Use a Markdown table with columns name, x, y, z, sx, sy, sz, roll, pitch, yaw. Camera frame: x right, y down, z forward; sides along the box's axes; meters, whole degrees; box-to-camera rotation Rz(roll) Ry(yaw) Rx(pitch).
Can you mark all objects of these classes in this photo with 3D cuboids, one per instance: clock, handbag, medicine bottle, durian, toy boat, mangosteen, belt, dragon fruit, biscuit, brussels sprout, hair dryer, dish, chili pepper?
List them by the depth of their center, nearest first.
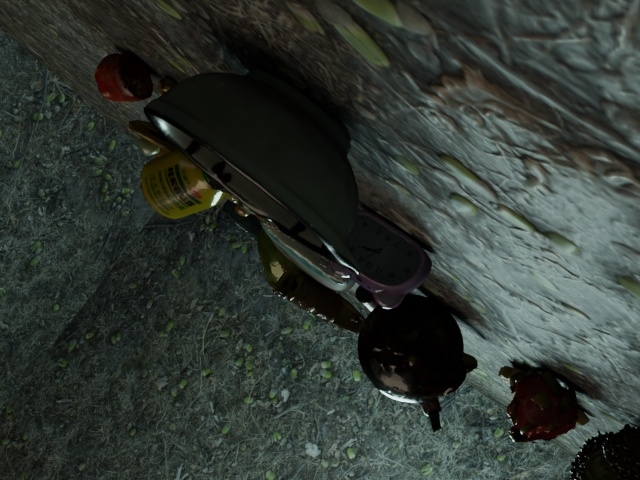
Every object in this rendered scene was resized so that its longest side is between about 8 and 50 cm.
| name | x | y | z | sx | sy | sz | roll | pitch | yaw |
| --- | --- | --- | --- | --- | --- | --- | --- | --- | --- |
| dish | -0.054 | -0.101 | 0.840 | 0.303 | 0.120 | 0.303 | 36 | 175 | 4 |
| clock | 0.084 | 0.027 | 1.117 | 0.152 | 0.110 | 0.050 | 34 | 176 | 19 |
| medicine bottle | -0.175 | -0.110 | 1.179 | 0.309 | 0.076 | 0.111 | -14 | 115 | 42 |
| durian | 0.514 | 0.387 | 1.247 | 0.167 | 0.196 | 0.196 | 50 | 171 | -16 |
| chili pepper | -0.373 | -0.299 | 1.360 | 0.084 | 0.086 | 0.192 | 6 | -176 | -36 |
| dragon fruit | 0.416 | 0.310 | 1.397 | 0.208 | 0.133 | 0.150 | -78 | -23 | -66 |
| handbag | -0.205 | -0.150 | 1.435 | 0.283 | 0.133 | 0.401 | 31 | 175 | -1 |
| toy boat | -0.001 | 0.126 | 1.498 | 0.226 | 0.068 | 0.088 | 33 | -177 | -22 |
| mangosteen | 0.218 | 0.238 | 1.581 | 0.289 | 0.231 | 0.231 | 21 | -173 | -43 |
| biscuit | 0.468 | 0.323 | 1.605 | 0.212 | 0.041 | 0.238 | 32 | 176 | -15 |
| brussels sprout | -0.047 | 0.028 | 1.618 | 0.223 | 0.161 | 0.223 | 42 | -163 | -16 |
| hair dryer | 0.209 | 0.279 | 1.724 | 0.312 | 0.123 | 0.340 | 38 | -150 | -48 |
| belt | -0.129 | -0.044 | 1.846 | 0.206 | 0.116 | 0.267 | 37 | 178 | -41 |

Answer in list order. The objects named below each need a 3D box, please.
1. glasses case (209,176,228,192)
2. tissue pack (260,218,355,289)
| name | x | y | z | sx | sy | sz | roll | pitch | yaw |
| --- | --- | --- | --- | --- | --- | --- | --- | --- | --- |
| glasses case | -0.067 | -0.076 | 1.103 | 0.190 | 0.042 | 0.072 | 12 | 163 | -37 |
| tissue pack | -0.002 | -0.002 | 1.377 | 0.201 | 0.124 | 0.271 | 40 | 176 | 6 |
